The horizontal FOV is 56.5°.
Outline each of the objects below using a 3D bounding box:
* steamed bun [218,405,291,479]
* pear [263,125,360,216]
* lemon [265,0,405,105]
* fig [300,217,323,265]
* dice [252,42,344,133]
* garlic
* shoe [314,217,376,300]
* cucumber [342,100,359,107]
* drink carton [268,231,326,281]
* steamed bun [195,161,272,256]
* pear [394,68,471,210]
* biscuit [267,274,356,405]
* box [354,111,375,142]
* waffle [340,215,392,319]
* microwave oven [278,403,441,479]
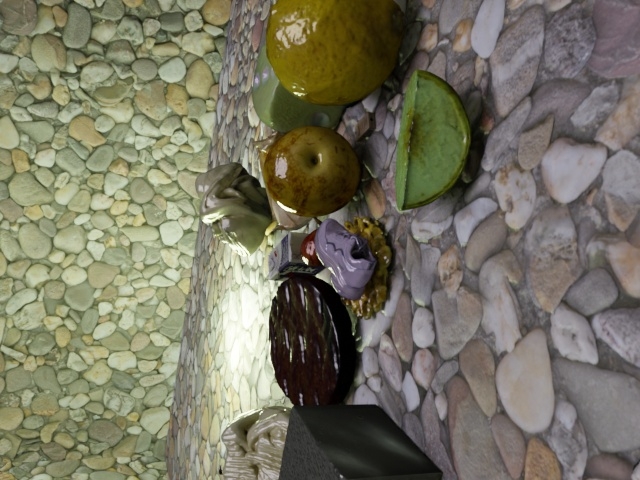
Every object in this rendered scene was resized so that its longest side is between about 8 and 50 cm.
[{"bbox_3d":[-0.125,0.660,1.764,0.346,0.237,0.394,45,107,24],"label":"steamed bun"},{"bbox_3d":[-0.022,-0.191,1.687,0.281,0.281,0.280,-174,90,-67],"label":"pear"},{"bbox_3d":[0.043,-0.524,1.546,0.388,0.350,0.349,5,89,35],"label":"lemon"},{"bbox_3d":[-0.004,0.015,1.765,0.150,0.129,0.128,63,145,19],"label":"fig"},{"bbox_3d":[-0.065,-0.490,1.880,0.251,0.255,0.249,-112,33,-45],"label":"dice"},{"bbox_3d":[-0.109,-0.196,1.945,0.286,0.249,0.312,-10,101,38],"label":"garlic"},{"bbox_3d":[0.067,0.022,1.520,0.137,0.095,0.244,-55,44,39],"label":"shoe"},{"bbox_3d":[0.104,-0.421,1.749,0.133,0.032,0.032,169,105,-64],"label":"cucumber"},{"bbox_3d":[-0.075,0.059,1.919,0.222,0.134,0.101,140,131,-59],"label":"drink carton"},{"bbox_3d":[-0.314,-0.143,2.340,0.248,0.339,0.352,-25,42,23],"label":"steamed bun"},{"bbox_3d":[0.231,-0.209,1.294,0.239,0.139,0.287,-128,42,-78],"label":"pear"},{"bbox_3d":[-0.027,0.302,1.755,0.408,0.091,0.406,3,93,55],"label":"biscuit"},{"bbox_3d":[0.125,-0.320,1.685,0.083,0.024,0.053,139,133,-59],"label":"box"},{"bbox_3d":[0.105,0.069,1.591,0.280,0.060,0.262,34,113,60],"label":"waffle"},{"bbox_3d":[0.059,0.642,1.346,0.374,0.237,0.431,-150,68,-64],"label":"microwave oven"}]
